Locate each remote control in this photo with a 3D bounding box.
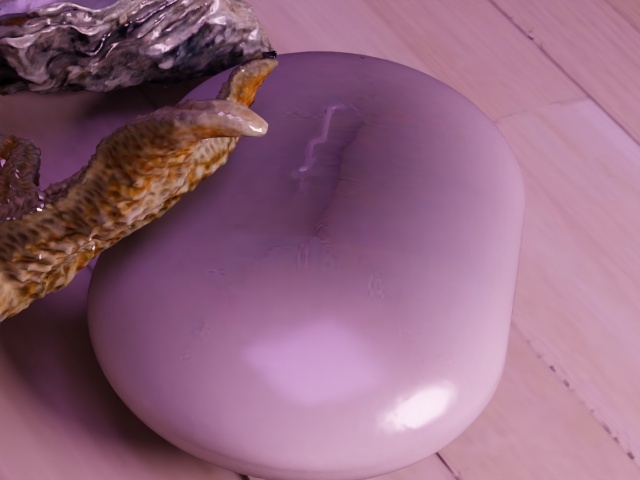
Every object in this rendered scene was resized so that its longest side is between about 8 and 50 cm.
[{"bbox_3d":[0.000,0.000,0.812,0.221,0.103,0.332,13,42,3],"label":"remote control"}]

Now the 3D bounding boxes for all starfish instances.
[{"bbox_3d":[-0.173,-0.002,0.704,0.358,0.078,0.347,-20,14,9],"label":"starfish"}]

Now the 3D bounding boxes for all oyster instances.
[{"bbox_3d":[-0.160,-0.127,0.890,0.199,0.087,0.252,-1,6,21],"label":"oyster"}]
